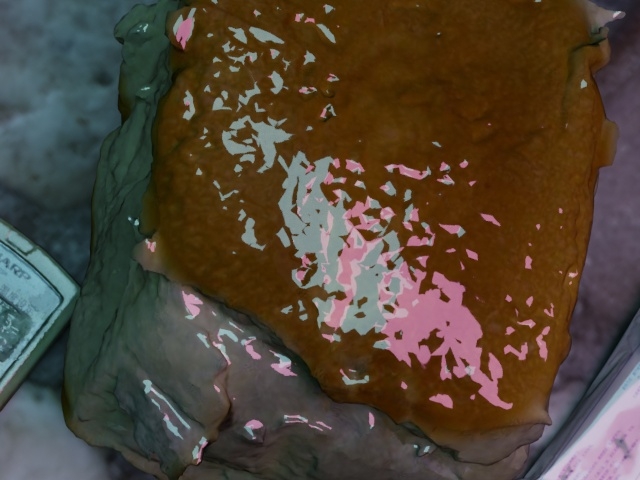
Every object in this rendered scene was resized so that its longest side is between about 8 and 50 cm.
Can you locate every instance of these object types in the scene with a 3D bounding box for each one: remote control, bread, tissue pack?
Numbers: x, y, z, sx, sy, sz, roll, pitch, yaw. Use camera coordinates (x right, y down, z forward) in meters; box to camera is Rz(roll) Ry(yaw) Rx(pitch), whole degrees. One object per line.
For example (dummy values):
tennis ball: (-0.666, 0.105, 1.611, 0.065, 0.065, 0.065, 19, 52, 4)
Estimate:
remote control: (-0.234, 0.090, 0.903, 0.098, 0.038, 0.233, 38, 80, -2)
bread: (0.000, 0.000, 0.843, 0.250, 0.225, 0.279, 13, 73, -11)
tissue pack: (0.205, 0.114, 0.953, 0.122, 0.026, 0.193, 38, 81, -1)
